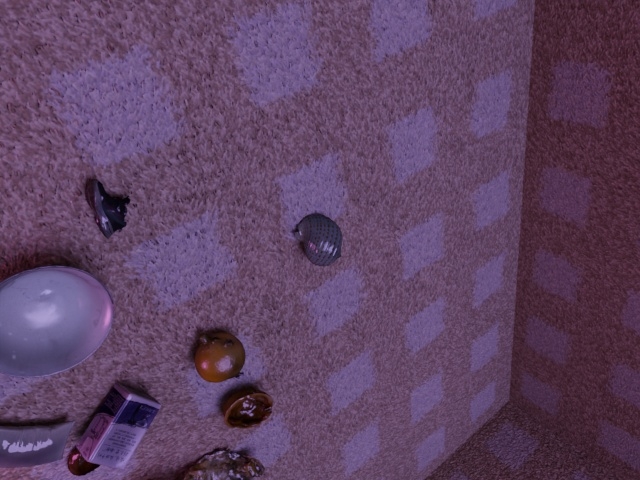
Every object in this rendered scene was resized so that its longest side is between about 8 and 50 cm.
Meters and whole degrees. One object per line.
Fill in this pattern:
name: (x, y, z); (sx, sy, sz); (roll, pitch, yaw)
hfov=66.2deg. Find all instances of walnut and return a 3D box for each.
walnut: (-0.284, 0.623, 1.859); (0.211, 0.087, 0.167); (20, 105, -41)

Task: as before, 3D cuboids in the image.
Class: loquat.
loquat: (-0.342, 0.390, 1.654); (0.172, 0.149, 0.204); (-36, 116, -18)

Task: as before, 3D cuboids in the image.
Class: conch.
conch: (0.008, 0.005, 1.754); (0.200, 0.131, 0.172); (29, 92, -45)

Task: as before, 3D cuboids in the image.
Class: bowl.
bowl: (-0.704, 0.177, 1.249); (0.313, 0.146, 0.313); (-18, 123, -30)

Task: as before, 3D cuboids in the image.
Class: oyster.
oyster: (-0.394, 0.934, 1.907); (0.351, 0.115, 0.237); (28, 92, -44)

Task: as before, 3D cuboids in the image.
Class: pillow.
pillow: (-0.837, 0.573, 1.387); (0.254, 0.078, 0.144); (18, 99, -43)

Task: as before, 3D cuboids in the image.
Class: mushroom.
mushroom: (-0.732, 0.688, 1.551); (0.123, 0.052, 0.123); (-17, 119, -33)

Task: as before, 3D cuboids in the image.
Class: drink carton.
drink carton: (-0.622, 0.575, 1.521); (0.134, 0.102, 0.222); (45, 68, -45)

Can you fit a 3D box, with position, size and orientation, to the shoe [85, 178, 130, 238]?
shoe: (-0.550, -0.092, 1.295); (0.099, 0.071, 0.169); (-26, 130, -31)
